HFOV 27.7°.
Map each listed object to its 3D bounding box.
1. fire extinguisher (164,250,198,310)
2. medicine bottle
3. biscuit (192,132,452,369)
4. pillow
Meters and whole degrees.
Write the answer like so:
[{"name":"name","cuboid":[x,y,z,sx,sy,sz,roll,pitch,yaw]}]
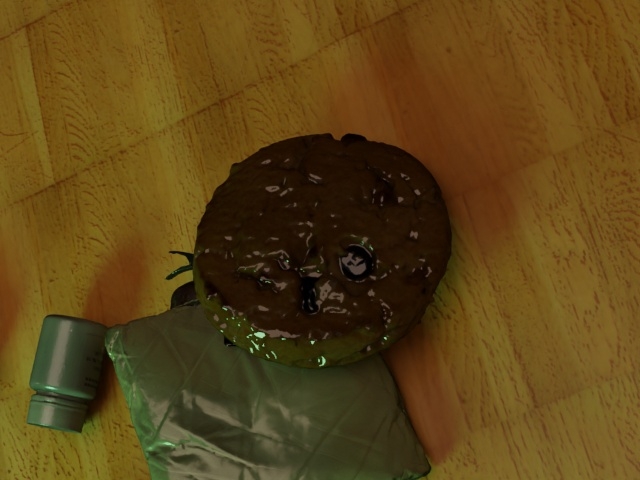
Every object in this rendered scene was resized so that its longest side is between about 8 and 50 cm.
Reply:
[{"name":"fire extinguisher","cuboid":[-0.142,0.133,1.462,0.089,0.072,0.267,-15,67,35]},{"name":"medicine bottle","cuboid":[-0.300,0.157,1.527,0.080,0.080,0.130,5,77,28]},{"name":"biscuit","cuboid":[0.000,0.000,1.374,0.296,0.075,0.295,-3,58,5]},{"name":"pillow","cuboid":[-0.059,0.170,1.373,0.281,0.076,0.274,-20,66,-5]}]
